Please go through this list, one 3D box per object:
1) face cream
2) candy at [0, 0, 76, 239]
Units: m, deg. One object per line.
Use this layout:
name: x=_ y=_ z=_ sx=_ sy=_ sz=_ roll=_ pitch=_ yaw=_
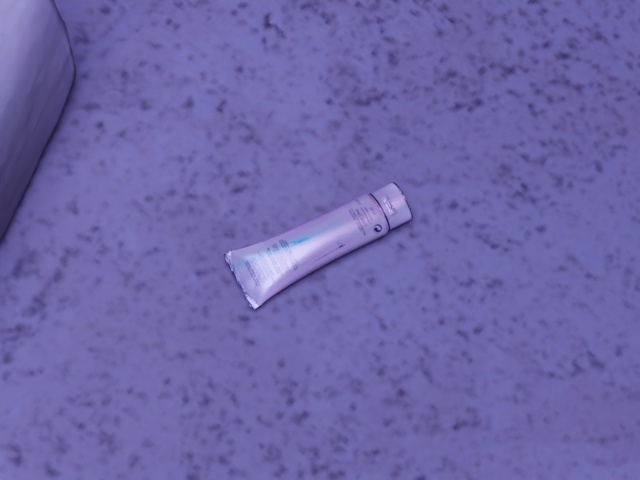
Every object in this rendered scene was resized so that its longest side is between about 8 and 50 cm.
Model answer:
face cream: x=0.000 y=0.000 z=0.821 sx=0.115 sy=0.020 sz=0.038 roll=-26 pitch=81 yaw=-13
candy: x=-0.285 y=-0.005 z=0.719 sx=0.208 sy=0.145 sz=0.359 roll=21 pitch=72 yaw=-1
